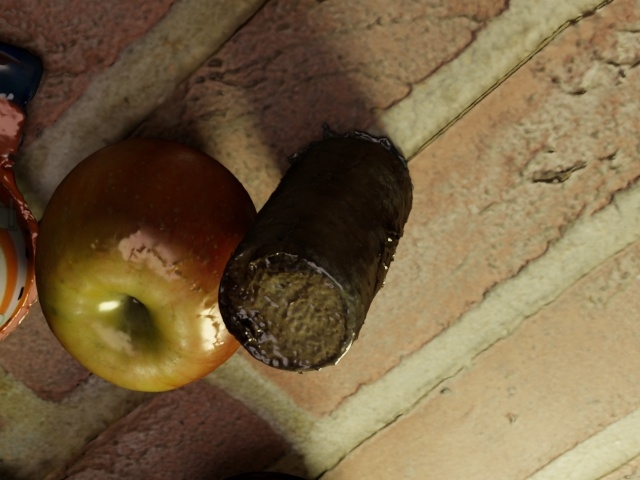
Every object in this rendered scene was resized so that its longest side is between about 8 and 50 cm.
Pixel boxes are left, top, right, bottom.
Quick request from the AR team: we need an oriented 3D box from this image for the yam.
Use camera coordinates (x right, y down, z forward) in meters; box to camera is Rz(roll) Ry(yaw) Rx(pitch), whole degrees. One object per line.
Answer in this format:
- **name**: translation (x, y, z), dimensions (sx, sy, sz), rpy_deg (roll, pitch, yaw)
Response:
- **yam**: translation (0.000, 0.002, 1.088), dimensions (0.131, 0.280, 0.131), rpy_deg (5, 114, 12)

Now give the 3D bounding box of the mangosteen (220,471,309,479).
- **mangosteen**: translation (-0.061, 0.365, 1.354), dimensions (0.231, 0.231, 0.289), rpy_deg (16, 157, -4)

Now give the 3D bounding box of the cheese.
- **cheese**: translation (-0.346, -0.029, 1.185), dimensions (0.217, 0.129, 0.329), rpy_deg (18, 102, -11)

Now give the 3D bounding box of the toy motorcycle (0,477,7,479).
- **toy motorcycle**: translation (-0.288, 0.328, 1.388), dimensions (0.274, 0.125, 0.187), rpy_deg (21, 129, -7)

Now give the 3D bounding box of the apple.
- **apple**: translation (-0.150, 0.018, 1.167), dimensions (0.210, 0.173, 0.235), rpy_deg (29, 129, -7)
